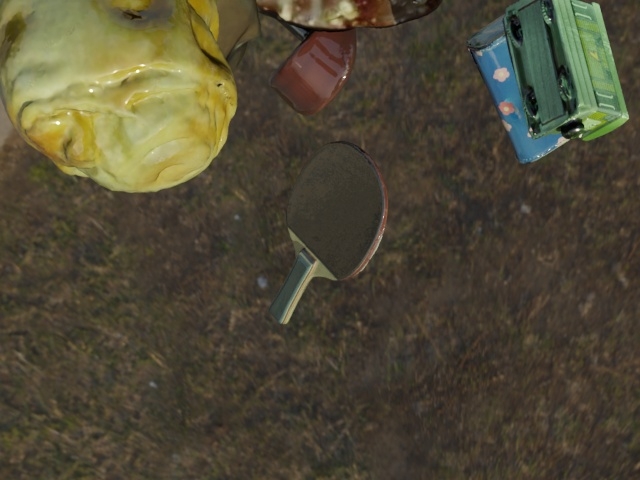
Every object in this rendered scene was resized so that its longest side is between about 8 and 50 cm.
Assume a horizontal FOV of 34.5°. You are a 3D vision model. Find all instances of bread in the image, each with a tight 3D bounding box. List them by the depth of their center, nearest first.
[{"bbox_3d":[-0.135,-0.147,0.654,0.152,0.130,0.267,9,47,-30],"label":"bread"}]

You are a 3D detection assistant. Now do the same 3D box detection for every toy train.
[{"bbox_3d":[0.140,-0.099,0.588,0.056,0.038,0.093,7,65,-36],"label":"toy train"}]

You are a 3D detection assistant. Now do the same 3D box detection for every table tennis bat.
[{"bbox_3d":[0.000,0.000,1.460,0.173,0.022,0.301,46,124,30],"label":"table tennis bat"}]

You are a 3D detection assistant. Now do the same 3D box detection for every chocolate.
[{"bbox_3d":[0.021,-0.460,1.537,0.340,0.210,0.225,5,62,5],"label":"chocolate"}]

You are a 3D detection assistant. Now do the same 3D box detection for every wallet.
[{"bbox_3d":[0.288,-0.215,1.362,0.141,0.202,0.059,-33,34,-1],"label":"wallet"}]

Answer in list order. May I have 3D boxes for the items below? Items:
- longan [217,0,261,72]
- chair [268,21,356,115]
[{"bbox_3d":[-0.225,-0.286,1.307,0.288,0.350,0.288,2,85,-20],"label":"longan"},{"bbox_3d":[-0.099,-0.405,1.692,0.401,0.226,0.226,41,76,-8],"label":"chair"}]
